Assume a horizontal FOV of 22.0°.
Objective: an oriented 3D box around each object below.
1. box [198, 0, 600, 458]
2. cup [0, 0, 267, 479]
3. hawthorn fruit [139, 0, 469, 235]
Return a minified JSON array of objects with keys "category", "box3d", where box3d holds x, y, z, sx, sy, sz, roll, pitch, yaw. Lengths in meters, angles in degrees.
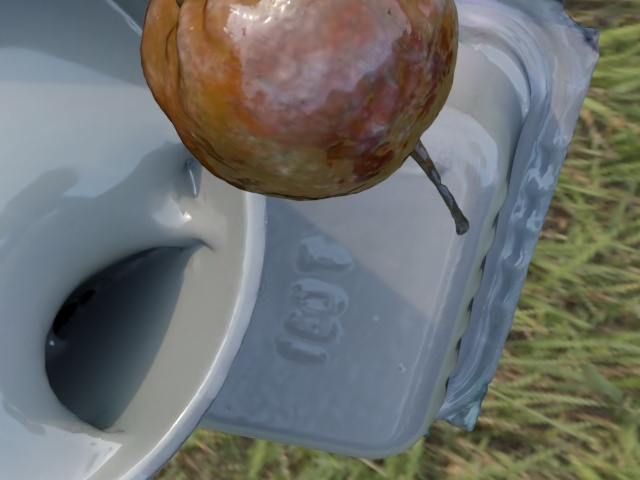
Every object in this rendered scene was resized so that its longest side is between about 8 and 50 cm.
[{"category":"box","box3d":[0.000,0.000,0.947,0.264,0.106,0.337,11,124,-2]},{"category":"cup","box3d":[-0.172,0.022,0.755,0.259,0.274,0.357,-33,112,-16]},{"category":"hawthorn fruit","box3d":[0.009,-0.032,0.355,0.103,0.066,0.067,34,86,-35]}]
